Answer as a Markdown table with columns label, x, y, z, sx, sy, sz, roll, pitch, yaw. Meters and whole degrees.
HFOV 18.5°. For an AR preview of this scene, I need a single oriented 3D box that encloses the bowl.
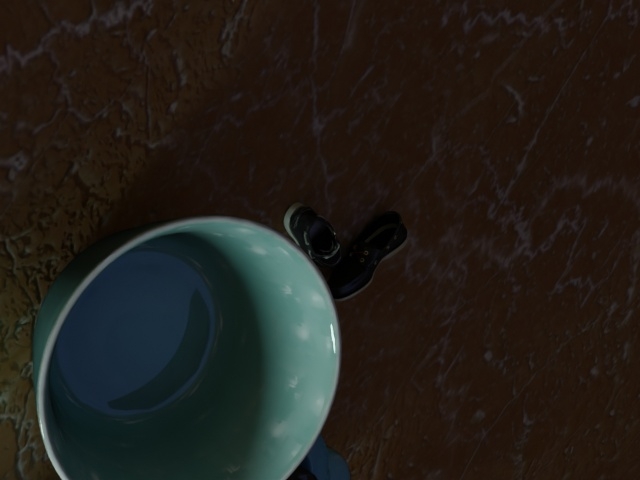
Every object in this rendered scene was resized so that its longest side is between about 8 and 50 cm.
| label | x | y | z | sx | sy | sz | roll | pitch | yaw |
| --- | --- | --- | --- | --- | --- | --- | --- | --- | --- |
| bowl | -0.151 | 0.108 | 1.893 | 0.311 | 0.163 | 0.312 | -8 | 108 | -26 |

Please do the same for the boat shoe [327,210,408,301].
| label | x | y | z | sx | sy | sz | roll | pitch | yaw |
| --- | --- | --- | --- | --- | --- | --- | --- | --- | --- |
| boat shoe | 0.049 | 0.017 | 2.256 | 0.133 | 0.049 | 0.042 | -44 | 139 | -27 |

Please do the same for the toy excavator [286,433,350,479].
| label | x | y | z | sx | sy | sz | roll | pitch | yaw |
| --- | --- | --- | --- | --- | --- | --- | --- | --- | --- |
| toy excavator | -0.061 | 0.326 | 2.225 | 0.445 | 0.222 | 0.433 | -24 | 135 | -54 |

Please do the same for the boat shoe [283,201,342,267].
| label | x | y | z | sx | sy | sz | roll | pitch | yaw |
| --- | --- | --- | --- | --- | --- | --- | --- | --- | --- |
| boat shoe | 0.000 | 0.000 | 2.181 | 0.046 | 0.038 | 0.125 | -51 | 146 | -13 |
